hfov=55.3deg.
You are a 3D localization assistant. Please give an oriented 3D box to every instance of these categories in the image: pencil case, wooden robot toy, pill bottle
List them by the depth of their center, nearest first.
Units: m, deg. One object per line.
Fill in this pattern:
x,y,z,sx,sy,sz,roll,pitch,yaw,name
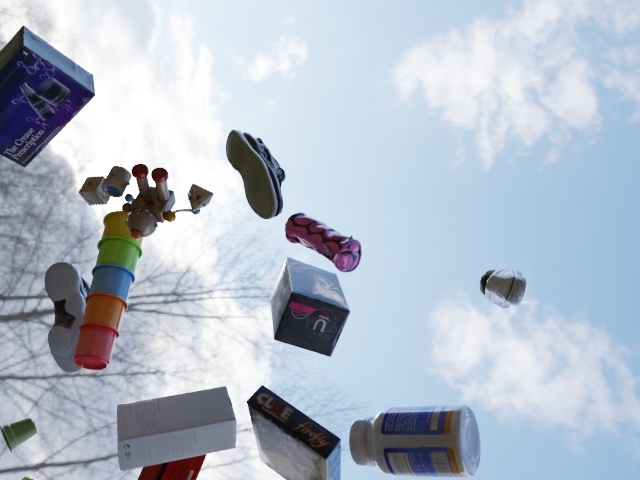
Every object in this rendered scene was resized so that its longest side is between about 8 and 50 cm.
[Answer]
-0.221,-0.042,0.742,0.076,0.173,0.079,89,13,-54,wooden robot toy
0.208,0.452,1.378,0.271,0.152,0.153,-11,-101,30,pill bottle
0.000,0.000,1.460,0.209,0.098,0.095,26,-62,41,pencil case

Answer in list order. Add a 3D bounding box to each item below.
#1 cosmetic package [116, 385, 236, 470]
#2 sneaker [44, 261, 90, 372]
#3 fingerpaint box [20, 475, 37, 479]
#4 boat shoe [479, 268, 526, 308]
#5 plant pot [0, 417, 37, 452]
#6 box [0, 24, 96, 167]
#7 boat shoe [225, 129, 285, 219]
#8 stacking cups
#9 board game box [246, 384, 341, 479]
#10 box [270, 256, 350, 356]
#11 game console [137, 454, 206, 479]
-0.294,0.381,1.249,0.117,0.230,0.086,-125,-145,-60,cosmetic package
-0.614,0.186,1.522,0.153,0.101,0.269,168,-85,-80,sneaker
-0.415,0.675,1.194,0.444,0.163,0.371,-5,-58,36,fingerpaint box
0.358,0.086,1.222,0.075,0.226,0.083,20,-95,11,boat shoe
-0.845,0.539,1.717,0.083,0.079,0.083,28,-50,40,plant pot
-0.666,-0.316,1.373,0.261,0.184,0.103,-39,-135,16,box
-0.151,-0.178,1.634,0.340,0.113,0.127,53,-49,43,boat shoe
-0.411,0.089,1.181,0.096,0.096,0.316,-40,-144,41,stacking cups
-0.042,0.366,1.061,0.165,0.042,0.243,28,-35,23,board game box
-0.035,0.173,1.656,0.270,0.165,0.143,-111,-139,-70,box
-0.344,0.527,1.405,0.085,0.124,0.144,130,-17,-69,game console
